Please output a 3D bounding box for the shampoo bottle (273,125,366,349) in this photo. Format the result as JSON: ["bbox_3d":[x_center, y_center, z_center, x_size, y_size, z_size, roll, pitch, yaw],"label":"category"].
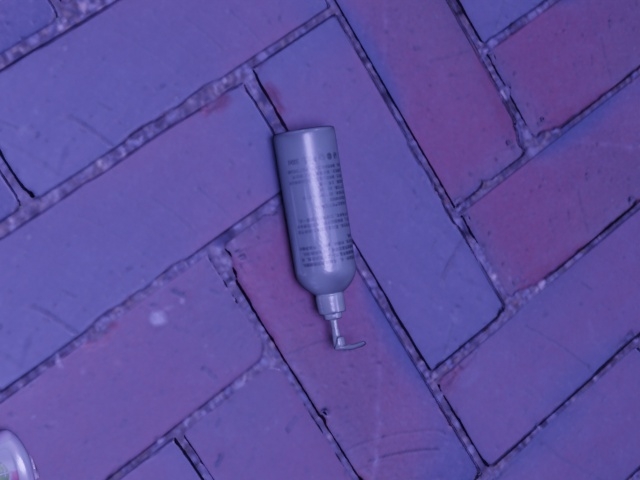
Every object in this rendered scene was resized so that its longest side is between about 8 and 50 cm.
[{"bbox_3d":[0.000,0.000,1.160,0.056,0.056,0.195,-9,93,-26],"label":"shampoo bottle"}]

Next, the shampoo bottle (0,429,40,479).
[{"bbox_3d":[-0.265,0.188,1.030,0.099,0.043,0.072,-13,94,-26],"label":"shampoo bottle"}]
